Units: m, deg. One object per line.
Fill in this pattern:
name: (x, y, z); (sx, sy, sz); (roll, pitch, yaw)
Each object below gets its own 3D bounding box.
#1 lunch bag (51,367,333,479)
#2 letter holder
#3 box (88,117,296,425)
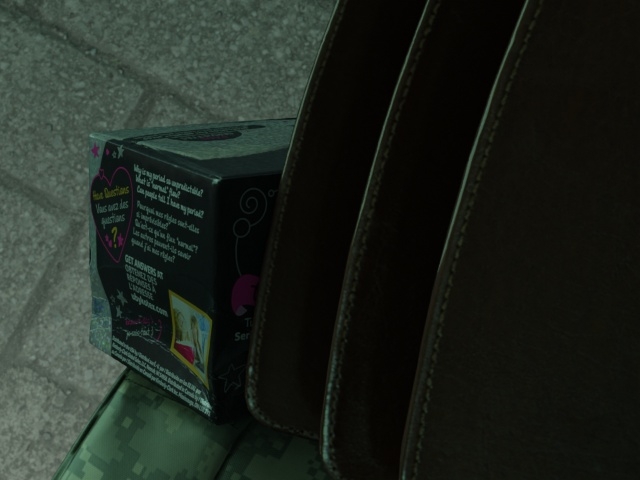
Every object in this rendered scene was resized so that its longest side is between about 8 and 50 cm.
lunch bag: (-0.046, 0.256, 0.726); (0.305, 0.256, 0.213); (-59, -33, -22)
letter holder: (0.085, -0.018, 0.562); (0.152, 0.214, 0.302); (-60, -14, -84)
box: (0.000, 0.000, 0.761); (0.163, 0.247, 0.142); (21, 113, 51)
